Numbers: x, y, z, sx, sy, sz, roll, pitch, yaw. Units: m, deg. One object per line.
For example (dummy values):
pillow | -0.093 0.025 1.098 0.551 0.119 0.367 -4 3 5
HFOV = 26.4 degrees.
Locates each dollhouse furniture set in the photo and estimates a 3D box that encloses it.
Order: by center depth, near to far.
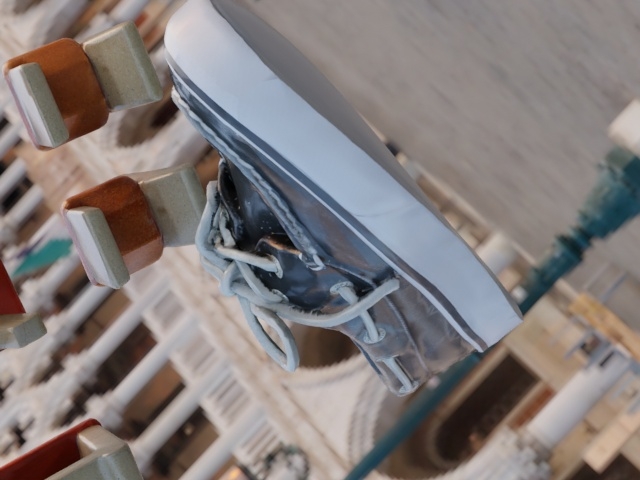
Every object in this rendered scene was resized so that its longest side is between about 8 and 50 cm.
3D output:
dollhouse furniture set | -0.187 0.046 0.680 0.135 0.262 0.259 0 114 61

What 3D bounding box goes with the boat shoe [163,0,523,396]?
boat shoe | -0.002 -0.003 0.648 0.113 0.105 0.306 53 -174 30
